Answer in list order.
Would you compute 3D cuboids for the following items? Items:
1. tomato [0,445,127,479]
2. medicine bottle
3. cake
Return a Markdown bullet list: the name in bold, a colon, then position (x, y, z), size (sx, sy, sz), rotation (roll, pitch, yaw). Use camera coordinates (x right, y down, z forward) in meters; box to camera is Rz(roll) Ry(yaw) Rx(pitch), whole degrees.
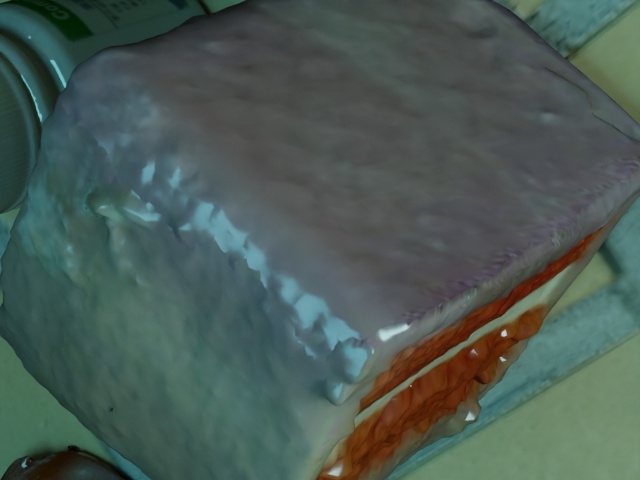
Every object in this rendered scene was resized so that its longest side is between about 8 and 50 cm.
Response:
- **tomato**: position (-0.211, 0.288, 1.269), size (0.228, 0.112, 0.199), rotation (42, 127, 13)
- **medicine bottle**: position (-0.184, -0.090, 1.003), size (0.139, 0.237, 0.139), rotation (17, 119, 33)
- **cake**: position (0.000, 0.000, 0.859), size (0.230, 0.309, 0.237), rotation (42, 132, 19)
